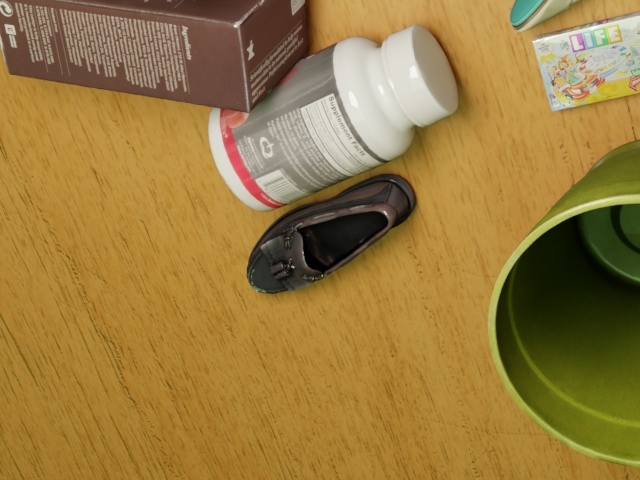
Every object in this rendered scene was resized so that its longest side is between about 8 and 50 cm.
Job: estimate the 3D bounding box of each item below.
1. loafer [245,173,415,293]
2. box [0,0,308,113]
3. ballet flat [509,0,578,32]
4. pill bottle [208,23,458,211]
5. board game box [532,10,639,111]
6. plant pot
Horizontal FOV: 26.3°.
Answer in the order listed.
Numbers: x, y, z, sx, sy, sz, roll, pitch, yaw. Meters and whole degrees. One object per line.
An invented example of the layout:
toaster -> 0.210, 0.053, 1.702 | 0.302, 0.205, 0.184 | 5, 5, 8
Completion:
loafer -> 0.000, 0.000, 2.007 | 0.302, 0.095, 0.109 | -30, 104, 28
box -> -0.227, -0.297, 1.837 | 0.381, 0.191, 0.143 | 11, 128, 24
ballet flat -> 0.332, -0.360, 1.736 | 0.086, 0.086, 0.248 | 30, 120, 1
pill bottle -> 0.020, -0.171, 1.867 | 0.318, 0.176, 0.176 | -22, 108, 25
board game box -> 0.369, -0.237, 1.811 | 0.154, 0.026, 0.103 | -11, 112, 22
plant pot -> 0.424, 0.037, 1.744 | 0.366, 0.353, 0.366 | 7, 119, 14
